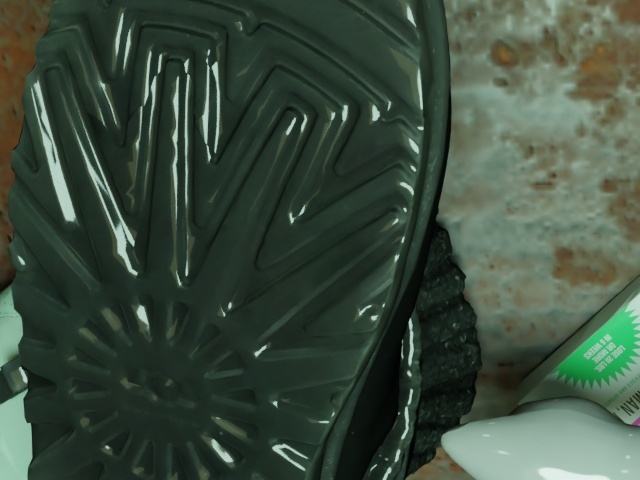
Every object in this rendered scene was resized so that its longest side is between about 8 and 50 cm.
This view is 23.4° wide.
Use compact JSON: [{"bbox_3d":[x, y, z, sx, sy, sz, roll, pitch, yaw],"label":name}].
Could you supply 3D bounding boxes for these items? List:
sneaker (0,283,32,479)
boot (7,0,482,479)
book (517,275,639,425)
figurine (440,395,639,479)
[{"bbox_3d":[-0.103,0.135,0.764,0.151,0.094,0.256,-36,100,30],"label":"sneaker"},{"bbox_3d":[-0.004,0.000,0.597,0.131,0.260,0.348,20,120,14],"label":"boot"},{"bbox_3d":[0.178,0.088,0.728,0.144,0.035,0.096,42,111,-7],"label":"book"},{"bbox_3d":[0.174,0.134,0.652,0.209,0.092,0.215,-9,130,30],"label":"figurine"}]
